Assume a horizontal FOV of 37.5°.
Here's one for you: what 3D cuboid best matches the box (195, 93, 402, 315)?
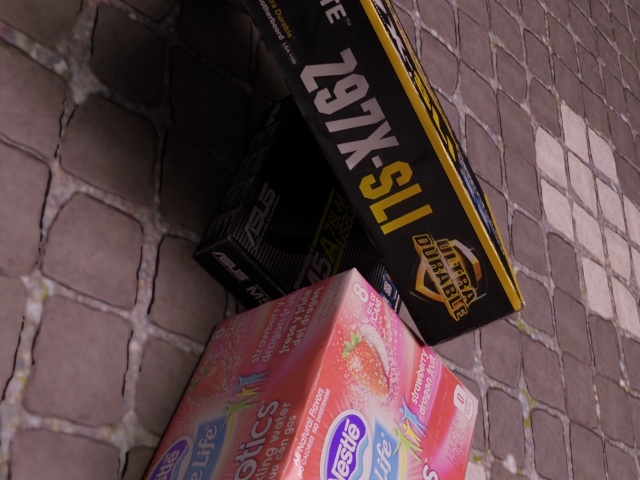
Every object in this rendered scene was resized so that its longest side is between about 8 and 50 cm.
[{"bbox_3d":[0.000,0.000,0.784,0.184,0.045,0.191,49,40,-26],"label":"box"}]

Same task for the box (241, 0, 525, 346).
[{"bbox_3d":[0.038,-0.115,0.700,0.322,0.079,0.257,61,14,-15],"label":"box"}]

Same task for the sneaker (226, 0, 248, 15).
[{"bbox_3d":[-0.064,-0.299,0.846,0.132,0.086,0.229,33,58,-43],"label":"sneaker"}]

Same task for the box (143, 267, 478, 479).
[{"bbox_3d":[-0.022,0.184,0.576,0.154,0.142,0.300,47,41,-24],"label":"box"}]
